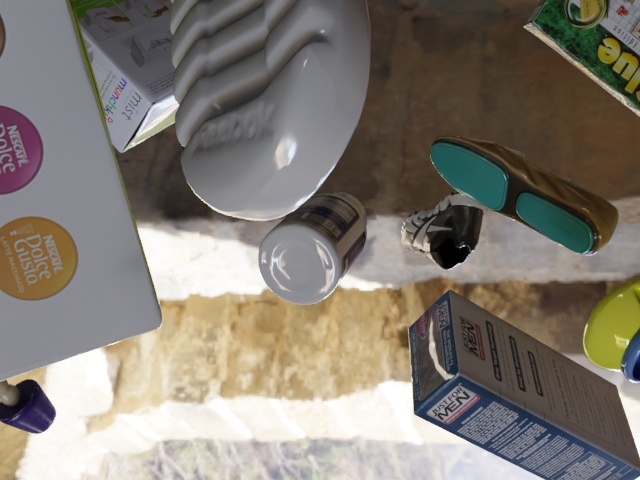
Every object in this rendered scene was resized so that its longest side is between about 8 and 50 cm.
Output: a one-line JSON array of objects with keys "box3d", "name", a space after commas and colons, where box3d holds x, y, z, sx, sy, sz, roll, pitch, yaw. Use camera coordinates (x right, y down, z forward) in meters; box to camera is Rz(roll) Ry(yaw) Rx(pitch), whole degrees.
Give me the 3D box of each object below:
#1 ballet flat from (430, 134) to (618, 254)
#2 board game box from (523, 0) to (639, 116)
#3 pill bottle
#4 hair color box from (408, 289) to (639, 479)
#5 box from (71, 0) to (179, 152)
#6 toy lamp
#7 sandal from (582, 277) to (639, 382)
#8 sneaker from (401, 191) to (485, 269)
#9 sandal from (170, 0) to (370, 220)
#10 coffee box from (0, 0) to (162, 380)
[{"box3d": [0.234, -0.061, 0.910, 0.073, 0.232, 0.080, -36, 149, -33], "name": "ballet flat"}, {"box3d": [0.379, -0.232, 0.927, 0.136, 0.260, 0.030, -56, -169, 3], "name": "board game box"}, {"box3d": [0.000, 0.000, 0.907, 0.169, 0.094, 0.094, -47, 135, -64], "name": "pill bottle"}, {"box3d": [0.297, 0.232, 1.159, 0.105, 0.347, 0.174, -49, -159, 31], "name": "hair color box"}, {"box3d": [-0.274, -0.297, 1.207, 0.231, 0.127, 0.262, 46, 42, -1], "name": "box"}, {"box3d": [-0.496, 0.193, 1.157, 0.274, 0.080, 0.080, 56, 32, -35], "name": "toy lamp"}, {"box3d": [0.398, 0.064, 0.703, 0.138, 0.317, 0.126, 52, -16, 41], "name": "sandal"}, {"box3d": [0.189, 0.001, 1.269, 0.234, 0.078, 0.106, 143, -43, -65], "name": "sneaker"}, {"box3d": [-0.014, -0.187, 0.488, 0.102, 0.169, 0.416, 23, 57, -34], "name": "sandal"}, {"box3d": [-0.331, -0.088, 0.559, 0.338, 0.334, 0.337, -147, -138, -68], "name": "coffee box"}]
